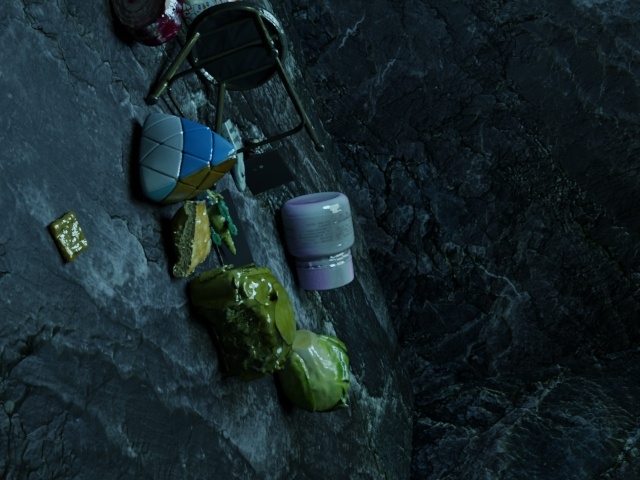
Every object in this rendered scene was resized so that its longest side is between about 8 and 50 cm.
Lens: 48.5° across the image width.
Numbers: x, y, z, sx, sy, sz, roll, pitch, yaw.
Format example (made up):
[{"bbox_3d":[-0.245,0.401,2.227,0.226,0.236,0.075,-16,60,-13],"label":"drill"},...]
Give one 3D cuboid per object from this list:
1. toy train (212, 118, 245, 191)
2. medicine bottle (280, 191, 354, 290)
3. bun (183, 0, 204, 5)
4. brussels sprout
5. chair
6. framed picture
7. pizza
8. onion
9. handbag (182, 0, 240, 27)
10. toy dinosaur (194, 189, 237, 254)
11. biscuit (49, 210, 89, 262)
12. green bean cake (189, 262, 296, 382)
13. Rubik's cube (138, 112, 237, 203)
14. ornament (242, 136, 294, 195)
[{"bbox_3d":[-0.274,-0.266,2.258,0.052,0.051,0.234,-66,139,-62],"label":"toy train"},{"bbox_3d":[0.000,0.000,2.613,0.256,0.256,0.325,-54,135,-71],"label":"medicine bottle"},{"bbox_3d":[-0.374,-0.748,1.878,0.239,0.141,0.239,52,7,-9],"label":"bun"},{"bbox_3d":[-0.012,0.415,2.244,0.294,0.227,0.259,59,6,-26],"label":"brussels sprout"},{"bbox_3d":[-0.233,-0.454,2.024,0.362,0.364,0.410,60,17,-45],"label":"chair"},{"bbox_3d":[-0.260,0.019,2.110,0.244,0.013,0.324,-51,125,-72],"label":"framed picture"},{"bbox_3d":[-0.329,-0.014,1.779,0.204,0.080,0.188,-41,139,-80],"label":"pizza"},{"bbox_3d":[-0.400,-0.595,1.774,0.140,0.218,0.195,36,31,-65],"label":"onion"},{"bbox_3d":[-0.336,-0.730,2.248,0.151,0.171,0.298,-84,156,-51],"label":"handbag"},{"bbox_3d":[-0.278,-0.045,1.925,0.259,0.094,0.153,65,-7,-31],"label":"toy dinosaur"},{"bbox_3d":[-0.472,-0.008,1.337,0.083,0.018,0.081,-67,139,-68],"label":"biscuit"},{"bbox_3d":[-0.184,0.211,1.837,0.285,0.202,0.310,-6,81,-73],"label":"green bean cake"},{"bbox_3d":[-0.351,-0.202,1.750,0.254,0.254,0.255,-15,90,-75],"label":"Rubik's cube"},{"bbox_3d":[-0.201,-0.295,2.414,0.166,0.153,0.196,62,11,-45],"label":"ornament"}]
